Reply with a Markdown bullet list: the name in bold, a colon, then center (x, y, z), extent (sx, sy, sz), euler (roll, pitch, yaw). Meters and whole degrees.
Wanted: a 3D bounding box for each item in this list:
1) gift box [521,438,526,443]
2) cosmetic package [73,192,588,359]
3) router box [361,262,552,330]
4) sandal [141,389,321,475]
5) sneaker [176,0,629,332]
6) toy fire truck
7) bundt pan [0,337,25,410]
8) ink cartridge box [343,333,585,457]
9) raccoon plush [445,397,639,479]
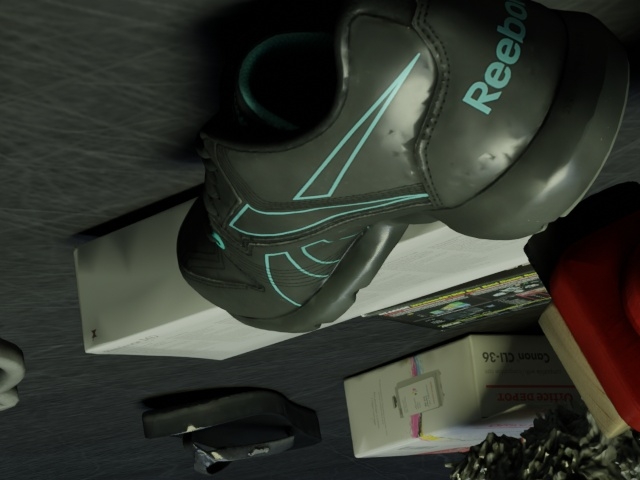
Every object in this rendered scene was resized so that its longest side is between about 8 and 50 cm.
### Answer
- **gift box**: center (0.321, 0.190, 1.438), extent (0.276, 0.255, 0.258), euler (-18, 170, 34)
- **cosmetic package**: center (0.000, 0.000, 0.851), extent (0.239, 0.060, 0.099), euler (-20, 164, 38)
- **router box**: center (0.094, 0.016, 1.019), extent (0.122, 0.038, 0.092), euler (-17, 164, 30)
- **sandal**: center (-0.059, 0.162, 1.481), extent (0.097, 0.054, 0.254), euler (-14, 165, 21)
- **sneaker**: center (0.000, -0.040, 0.681), extent (0.106, 0.101, 0.267), euler (23, 154, -22)
- **toy fire truck**: center (0.191, -0.037, 0.673), extent (0.217, 0.158, 0.246), euler (-26, 166, -9)
- **bundt pan**: center (-0.265, 0.006, 0.591), extent (0.331, 0.124, 0.331), euler (-7, 166, -2)
- **ink cartridge box**: center (0.123, 0.115, 1.375), extent (0.115, 0.067, 0.198), euler (2, 164, -36)
- **raccoon plush**: center (0.188, 0.102, 1.133), extent (0.299, 0.216, 0.446), euler (-18, 135, 14)
